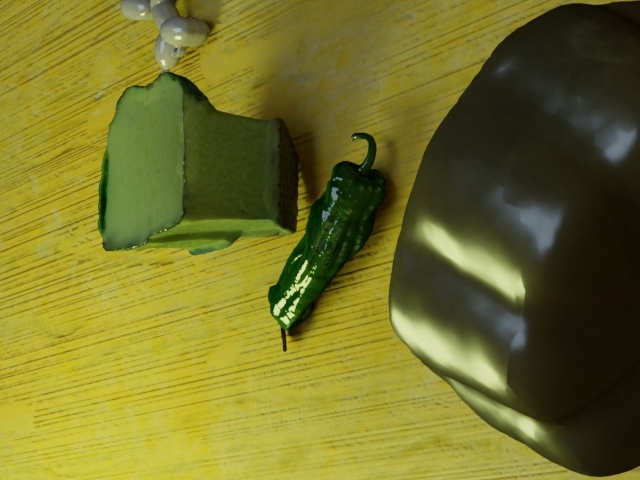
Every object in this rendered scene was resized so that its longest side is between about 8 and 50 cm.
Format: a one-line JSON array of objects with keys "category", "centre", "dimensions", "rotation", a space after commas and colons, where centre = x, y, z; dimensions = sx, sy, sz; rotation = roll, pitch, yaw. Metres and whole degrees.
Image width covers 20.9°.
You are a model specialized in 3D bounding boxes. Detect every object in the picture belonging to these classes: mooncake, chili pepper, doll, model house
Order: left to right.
[{"category": "doll", "centre": [-0.192, -0.298, 2.200], "dimensions": [0.160, 0.059, 0.161], "rotation": [45, 124, 44]}, {"category": "model house", "centre": [-0.134, -0.076, 2.019], "dimensions": [0.214, 0.189, 0.195], "rotation": [-22, 64, 54]}, {"category": "chili pepper", "centre": [0.005, 0.001, 1.928], "dimensions": [0.257, 0.074, 0.100], "rotation": [-56, 4, 33]}, {"category": "mooncake", "centre": [0.247, 0.002, 1.371], "dimensions": [0.201, 0.378, 0.378], "rotation": [35, 118, 44]}]

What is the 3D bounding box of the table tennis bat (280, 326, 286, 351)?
[{"category": "table tennis bat", "centre": [-0.045, 0.090, 2.032], "dimensions": [0.050, 0.007, 0.083], "rotation": [81, -177, -67]}]
